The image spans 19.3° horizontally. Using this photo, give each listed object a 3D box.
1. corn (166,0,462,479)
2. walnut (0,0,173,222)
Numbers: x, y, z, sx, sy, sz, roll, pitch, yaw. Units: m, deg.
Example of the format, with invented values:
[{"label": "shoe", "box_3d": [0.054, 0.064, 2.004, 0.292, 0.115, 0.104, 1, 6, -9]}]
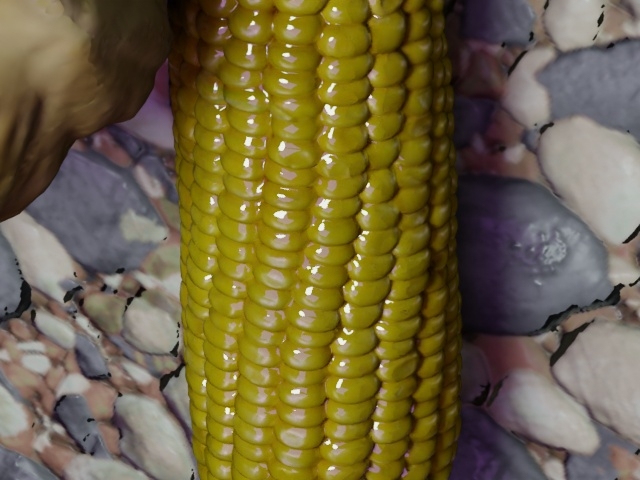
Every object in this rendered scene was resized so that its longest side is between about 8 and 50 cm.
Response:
[{"label": "corn", "box_3d": [0.000, 0.000, 0.878, 0.144, 0.144, 0.387, 9, 128, 13]}, {"label": "walnut", "box_3d": [-0.196, -0.140, 0.740, 0.333, 0.333, 0.333, 9, 126, 12]}]
